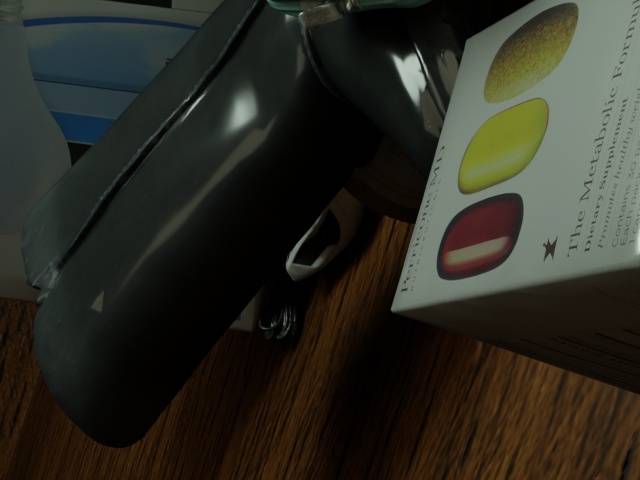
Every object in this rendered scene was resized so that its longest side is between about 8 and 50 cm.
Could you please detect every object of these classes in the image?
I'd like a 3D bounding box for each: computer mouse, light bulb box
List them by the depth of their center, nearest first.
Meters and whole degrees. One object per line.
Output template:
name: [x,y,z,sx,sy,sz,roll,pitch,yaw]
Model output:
computer mouse: [0.000,0.000,1.384,0.193,0.042,0.106,120,167,-57]
light bulb box: [-0.200,-0.146,1.457,0.225,0.358,0.361,-79,-5,-62]

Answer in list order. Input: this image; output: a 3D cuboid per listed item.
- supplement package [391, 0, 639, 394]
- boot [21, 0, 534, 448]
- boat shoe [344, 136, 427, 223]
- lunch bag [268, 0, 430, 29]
supplement package: [0.141,-0.021,0.680,0.244,0.134,0.139,159,129,-72]
boot: [-0.032,-0.023,1.056,0.445,0.146,0.367,-43,29,28]
boat shoe: [0.051,-0.141,1.244,0.098,0.109,0.302,-56,26,32]
lunch bag: [0.049,-0.235,0.860,0.224,0.108,0.279,10,68,60]
